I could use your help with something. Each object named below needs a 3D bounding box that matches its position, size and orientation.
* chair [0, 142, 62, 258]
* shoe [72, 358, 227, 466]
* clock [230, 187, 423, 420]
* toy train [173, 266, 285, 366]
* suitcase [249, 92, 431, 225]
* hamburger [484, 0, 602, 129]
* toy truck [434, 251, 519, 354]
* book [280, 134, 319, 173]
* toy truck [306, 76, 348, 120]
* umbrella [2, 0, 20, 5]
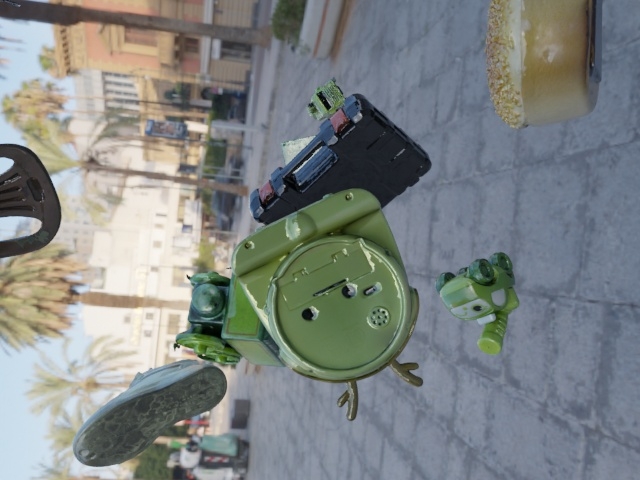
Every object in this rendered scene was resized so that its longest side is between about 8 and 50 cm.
[{"bbox_3d":[-0.518,0.004,0.758,0.183,0.326,0.175,-111,11,-51],"label":"chair"},{"bbox_3d":[-0.359,0.331,1.234,0.159,0.316,0.124,24,131,58],"label":"shoe"},{"bbox_3d":[0.030,0.097,0.859,0.308,0.235,0.096,64,178,3],"label":"clock"},{"bbox_3d":[-0.151,0.151,1.120,0.271,0.188,0.159,73,-158,-65],"label":"toy train"},{"bbox_3d":[0.033,-0.102,1.058,0.285,0.206,0.066,-42,40,21],"label":"suitcase"},{"bbox_3d":[0.351,-0.319,0.950,0.302,0.170,0.302,-6,-83,-61],"label":"hamburger"},{"bbox_3d":[0.385,0.135,1.388,0.148,0.187,0.210,-32,92,44],"label":"toy truck"},{"bbox_3d":[-0.027,-0.163,1.332,0.017,0.103,0.135,-42,-59,-79],"label":"book"},{"bbox_3d":[0.015,-0.352,1.541,0.077,0.100,0.169,55,-177,-4],"label":"toy truck"},{"bbox_3d":[-0.602,-0.433,1.034,0.022,0.149,0.022,16,97,53],"label":"umbrella"}]
